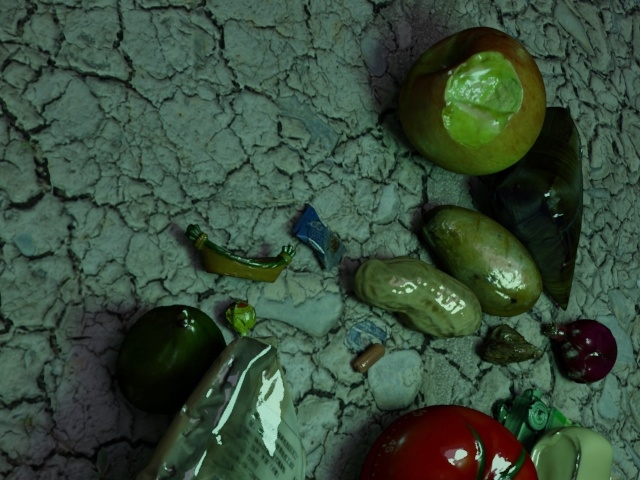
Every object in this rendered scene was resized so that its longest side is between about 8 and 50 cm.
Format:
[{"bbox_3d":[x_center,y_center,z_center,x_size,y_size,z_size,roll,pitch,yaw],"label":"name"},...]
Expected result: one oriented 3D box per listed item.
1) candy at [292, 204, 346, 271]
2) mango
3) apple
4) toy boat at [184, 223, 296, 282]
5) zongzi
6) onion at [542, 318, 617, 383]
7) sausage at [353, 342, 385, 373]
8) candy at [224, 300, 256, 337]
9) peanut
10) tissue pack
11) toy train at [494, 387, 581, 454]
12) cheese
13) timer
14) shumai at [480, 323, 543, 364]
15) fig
[{"bbox_3d":[0.000,0.000,1.565,0.136,0.038,0.088,50,45,-21],"label":"candy"},{"bbox_3d":[0.378,0.043,1.725,0.329,0.175,0.176,47,35,7],"label":"mango"},{"bbox_3d":[0.354,-0.311,1.681,0.339,0.339,0.340,8,75,-30],"label":"apple"},{"bbox_3d":[-0.157,0.029,1.426,0.229,0.089,0.088,12,87,-26],"label":"toy boat"},{"bbox_3d":[0.605,-0.092,1.901,0.432,0.207,0.403,57,43,-32],"label":"zongzi"},{"bbox_3d":[0.670,0.267,1.863,0.198,0.135,0.173,33,61,-20],"label":"onion"},{"bbox_3d":[0.106,0.254,1.573,0.083,0.034,0.034,-36,99,-32],"label":"sausage"},{"bbox_3d":[-0.145,0.213,1.423,0.062,0.058,0.194,-10,94,-6],"label":"candy"},{"bbox_3d":[0.214,0.123,1.613,0.324,0.140,0.153,20,111,-19],"label":"peanut"},{"bbox_3d":[-0.157,0.395,1.207,0.390,0.195,0.376,-55,152,-33],"label":"tissue pack"},{"bbox_3d":[0.480,0.504,1.703,0.202,0.120,0.301,41,61,-22],"label":"toy train"},{"bbox_3d":[0.556,0.542,1.601,0.233,0.127,0.266,31,68,-32],"label":"cheese"},{"bbox_3d":[0.253,0.522,1.461,0.377,0.279,0.378,8,74,-28],"label":"timer"},{"bbox_3d":[0.450,0.250,1.743,0.139,0.123,0.105,-18,78,-20],"label":"shumai"},{"bbox_3d":[-0.247,0.195,1.247,0.195,0.245,0.196,10,60,-19],"label":"fig"}]
